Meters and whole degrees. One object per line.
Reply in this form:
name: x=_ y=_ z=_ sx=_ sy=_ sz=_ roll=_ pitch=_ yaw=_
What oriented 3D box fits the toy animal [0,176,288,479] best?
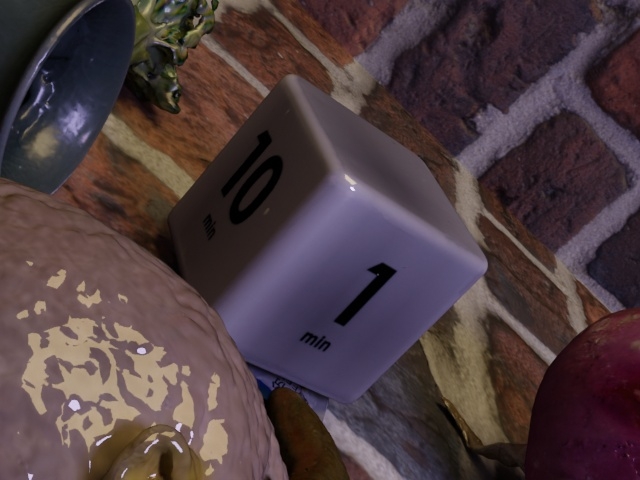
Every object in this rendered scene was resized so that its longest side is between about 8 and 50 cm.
toy animal: x=-0.142 y=0.090 z=0.504 sx=0.358 sy=0.188 sz=0.226 roll=45 pitch=14 yaw=-1

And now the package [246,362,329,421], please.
package: x=-0.052 y=0.097 z=0.914 sx=0.171 sy=0.027 sz=0.173 roll=44 pitch=19 yaw=-6

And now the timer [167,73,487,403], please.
timer: x=0.000 y=0.000 z=0.888 sx=0.194 sy=0.195 sz=0.192 roll=28 pitch=23 yaw=-34

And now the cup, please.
cup: x=-0.262 y=-0.141 z=0.775 sx=0.150 sy=0.199 sz=0.199 roll=28 pitch=19 yaw=4

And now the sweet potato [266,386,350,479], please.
sweet potato: x=-0.015 y=0.196 z=0.738 sx=0.081 sy=0.062 sz=0.233 roll=49 pitch=18 yaw=-18

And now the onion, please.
onion: x=0.335 y=0.262 z=1.035 sx=0.358 sy=0.345 sz=0.358 roll=31 pitch=42 yaw=-32

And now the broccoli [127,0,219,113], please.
broccoli: x=-0.226 y=-0.209 z=1.071 sx=0.198 sy=0.177 sz=0.274 roll=75 pitch=21 yaw=-54
